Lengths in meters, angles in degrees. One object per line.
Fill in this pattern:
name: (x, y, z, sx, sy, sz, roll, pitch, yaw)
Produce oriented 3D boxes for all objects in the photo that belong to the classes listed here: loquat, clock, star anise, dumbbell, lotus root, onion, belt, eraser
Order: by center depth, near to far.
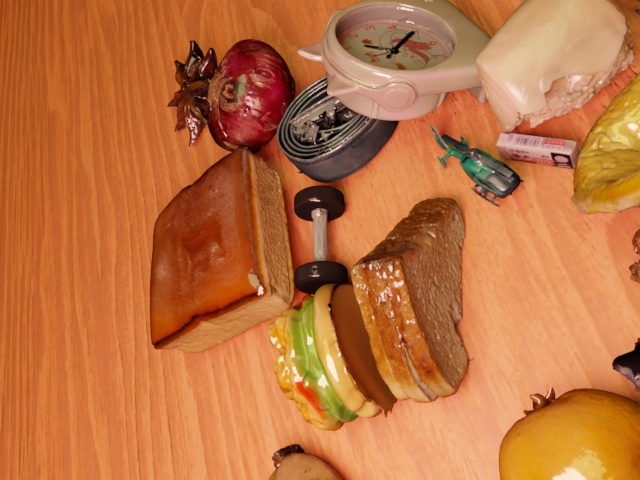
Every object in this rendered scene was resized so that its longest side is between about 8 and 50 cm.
loquat: (0.315, 0.277, 0.643, 0.208, 0.208, 0.208, -13, 64, 29)
lotus root: (-0.004, 0.433, 0.826, 0.154, 0.140, 0.257, -50, 41, 23)
eraser: (0.352, -0.146, 0.886, 0.122, 0.052, 0.029, 17, 79, 38)
clock: (0.130, -0.324, 0.974, 0.324, 0.108, 0.265, -18, 56, -17)
dumbbell: (0.000, 0.000, 1.025, 0.100, 0.100, 0.191, -16, 62, 27)
belt: (0.040, -0.239, 1.088, 0.267, 0.116, 0.206, -35, 51, 11)
onion: (-0.152, -0.305, 1.191, 0.246, 0.190, 0.246, -48, 32, 45)
star anise: (-0.306, -0.376, 1.398, 0.272, 0.102, 0.272, 1, 91, 53)

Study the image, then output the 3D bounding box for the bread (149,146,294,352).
bread: (-0.206, 0.031, 1.094, 0.324, 0.143, 0.333, -32, 54, 30)

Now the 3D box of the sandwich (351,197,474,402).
sandwich: (0.168, 0.090, 0.870, 0.100, 0.288, 0.254, -13, 108, 36)

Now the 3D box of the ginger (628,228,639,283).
ginger: (0.490, -0.002, 0.721, 0.162, 0.073, 0.103, -15, 62, 29)

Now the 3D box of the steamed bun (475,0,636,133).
steamed bun: (0.361, -0.266, 0.839, 0.225, 0.200, 0.170, -47, 36, 13)

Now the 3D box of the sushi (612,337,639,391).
sushi: (0.468, 0.130, 0.587, 0.225, 0.238, 0.218, 37, 87, 20)

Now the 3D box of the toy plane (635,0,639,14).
toy plane: (0.523, -0.396, 0.847, 0.262, 0.088, 0.192, 27, 84, 23)

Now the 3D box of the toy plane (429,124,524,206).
toy plane: (0.259, -0.127, 0.916, 0.060, 0.096, 0.235, -46, 35, 5)

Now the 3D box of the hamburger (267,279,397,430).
hamburger: (0.016, 0.189, 0.868, 0.149, 0.237, 0.237, -27, 58, 21)

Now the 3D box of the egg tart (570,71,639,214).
egg tart: (0.468, -0.142, 0.713, 0.120, 0.315, 0.315, 32, 90, -2)
